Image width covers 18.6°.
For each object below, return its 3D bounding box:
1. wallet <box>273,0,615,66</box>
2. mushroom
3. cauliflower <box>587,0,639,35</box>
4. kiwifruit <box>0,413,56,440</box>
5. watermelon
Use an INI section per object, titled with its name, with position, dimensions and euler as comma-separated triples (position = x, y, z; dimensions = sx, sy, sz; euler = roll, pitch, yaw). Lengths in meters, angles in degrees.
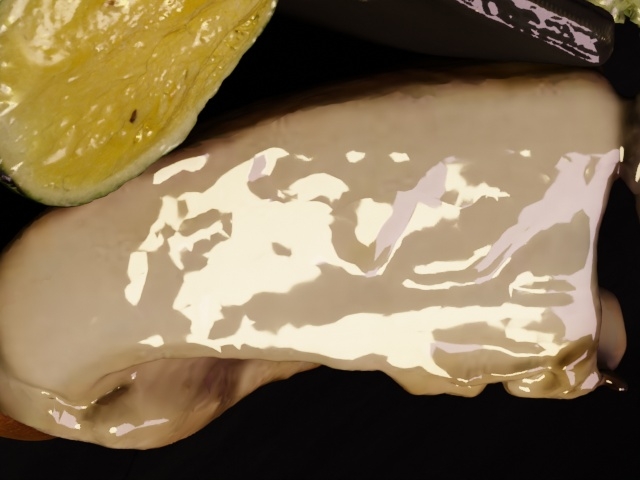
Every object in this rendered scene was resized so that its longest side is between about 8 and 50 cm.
[wallet]
position = 0.036, -0.137, 1.096
dimensions = 0.149, 0.250, 0.044
euler = 21, 86, -37
[mushroom]
position = -0.023, -0.009, 1.240
dimensions = 0.397, 0.313, 0.224
euler = -9, 107, -8
[cauliflower]
position = 0.130, -0.220, 1.170
dimensions = 0.250, 0.275, 0.272
euler = -28, -169, 45
[kiwifruit]
position = -0.191, 0.092, 1.254
dimensions = 0.075, 0.075, 0.124
euler = -52, 157, 10
[watermelon]
position = -0.125, -0.128, 1.001
dimensions = 0.232, 0.127, 0.204
euler = -47, 152, -4
